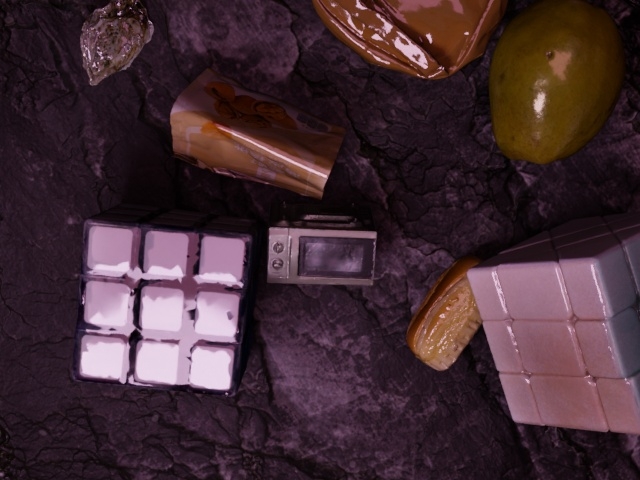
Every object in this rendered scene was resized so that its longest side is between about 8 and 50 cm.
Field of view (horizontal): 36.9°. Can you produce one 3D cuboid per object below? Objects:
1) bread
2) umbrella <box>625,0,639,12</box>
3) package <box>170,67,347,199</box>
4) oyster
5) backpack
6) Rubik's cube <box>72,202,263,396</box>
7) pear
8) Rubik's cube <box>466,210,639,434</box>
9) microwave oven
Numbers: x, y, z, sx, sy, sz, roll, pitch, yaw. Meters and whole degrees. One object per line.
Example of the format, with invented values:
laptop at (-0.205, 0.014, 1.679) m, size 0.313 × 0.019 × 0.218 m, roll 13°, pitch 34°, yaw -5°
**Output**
bread at (0.257, 0.138, 1.877) m, size 0.106 × 0.140 × 0.236 m, roll 33°, pitch 96°, yaw -7°
umbrella at (0.545, -0.528, 1.841) m, size 0.250 × 0.052 × 0.053 m, roll 41°, pitch 62°, yaw -3°
package at (-0.127, -0.173, 1.834) m, size 0.311 × 0.221 × 0.165 m, roll 22°, pitch 117°, yaw -2°
oyster at (-0.405, -0.391, 1.863) m, size 0.177 × 0.064 × 0.125 m, roll -39°, pitch 110°, yaw -6°
backpack at (0.167, -0.490, 1.772) m, size 0.378 × 0.201 × 0.353 m, roll 31°, pitch 97°, yaw -6°
Rubik's cube at (-0.274, 0.100, 1.799) m, size 0.304 × 0.305 × 0.301 m, roll 6°, pitch 96°, yaw -2°
pear at (0.431, -0.293, 1.770) m, size 0.253 × 0.253 × 0.307 m, roll 7°, pitch 100°, yaw 0°
Rubik's cube at (0.512, 0.137, 1.733) m, size 0.322 × 0.319 × 0.316 m, roll -23°, pitch 99°, yaw -32°
microwave oven at (0.000, 0.000, 1.842) m, size 0.205 × 0.163 × 0.129 m, roll 2°, pitch 113°, yaw -3°
